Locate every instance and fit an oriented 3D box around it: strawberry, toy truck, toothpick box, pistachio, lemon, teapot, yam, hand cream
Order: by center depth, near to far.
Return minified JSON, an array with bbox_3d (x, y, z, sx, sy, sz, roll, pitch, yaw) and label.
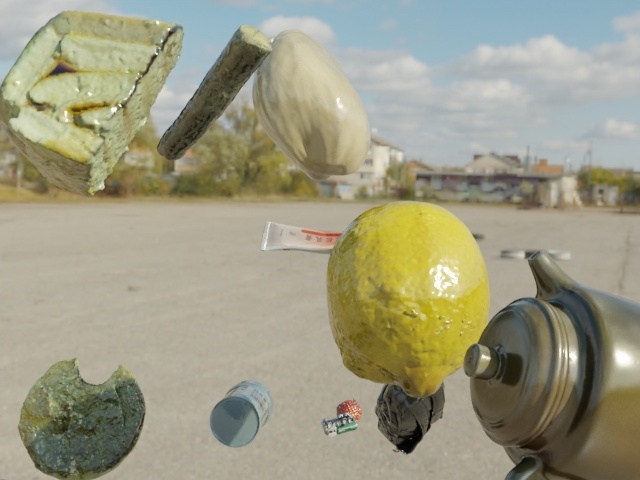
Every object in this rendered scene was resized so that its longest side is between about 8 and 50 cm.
[{"bbox_3d":[0.214,0.142,0.761,0.175,0.267,0.185,14,-17,-14],"label":"teapot"},{"bbox_3d":[0.129,0.081,1.215,0.245,0.319,0.245,-1,-33,-1],"label":"lemon"},{"bbox_3d":[-0.166,-0.215,1.238,0.061,0.061,0.274,-1,-33,-44],"label":"yam"},{"bbox_3d":[0.000,0.000,1.485,0.216,0.038,0.052,6,34,7],"label":"hand cream"},{"bbox_3d":[-0.153,0.339,1.617,0.101,0.101,0.153,2,1,5],"label":"toothpick box"},{"bbox_3d":[-0.021,-0.277,1.653,0.226,0.331,0.208,-28,-6,-30],"label":"pistachio"},{"bbox_3d":[0.045,0.439,1.941,0.083,0.044,0.039,-12,9,-17],"label":"toy truck"},{"bbox_3d":[0.072,0.471,2.201,0.073,0.073,0.083,4,31,29],"label":"strawberry"}]

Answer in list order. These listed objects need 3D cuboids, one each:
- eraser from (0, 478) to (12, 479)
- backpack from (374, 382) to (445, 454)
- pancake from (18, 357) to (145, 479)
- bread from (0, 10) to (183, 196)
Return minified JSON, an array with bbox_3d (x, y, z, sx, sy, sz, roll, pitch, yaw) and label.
[{"bbox_3d":[-0.357,0.398,0.969,0.036,0.225,0.082,-8,-19,5],"label":"eraser"},{"bbox_3d":[0.151,0.271,1.376,0.120,0.165,0.106,-36,59,-26],"label":"backpack"},{"bbox_3d":[-0.473,0.356,1.622,0.254,0.253,0.037,2,-12,-4],"label":"pancake"},{"bbox_3d":[-0.474,-0.317,1.638,0.264,0.395,0.239,26,-15,0],"label":"bread"}]
